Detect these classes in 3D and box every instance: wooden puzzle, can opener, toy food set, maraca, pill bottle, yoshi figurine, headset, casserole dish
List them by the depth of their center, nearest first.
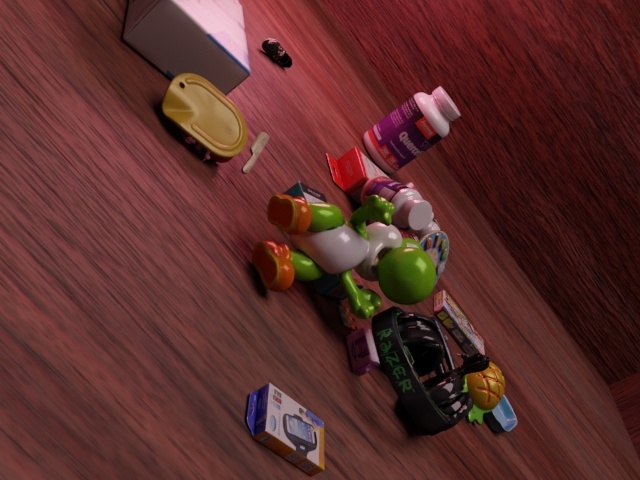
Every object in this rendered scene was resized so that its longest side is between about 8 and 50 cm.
[{"bbox_3d":[0.076,0.032,1.063,0.362,0.203,0.203,9,63,-37],"label":"yoshi figurine"},{"bbox_3d":[-0.211,-0.210,1.109,0.218,0.071,0.128,39,51,-30],"label":"toy food set"},{"bbox_3d":[0.231,0.254,1.180,0.394,0.185,0.243,39,25,-60],"label":"headset"},{"bbox_3d":[0.054,0.158,1.194,0.049,0.006,0.083,30,33,-46],"label":"wooden puzzle"},{"bbox_3d":[0.298,0.275,1.454,0.073,0.059,0.186,28,34,-49],"label":"can opener"},{"bbox_3d":[0.397,0.374,1.476,0.127,0.099,0.185,53,48,-1],"label":"maraca"},{"bbox_3d":[0.202,-0.097,1.563,0.108,0.108,0.193,36,-1,-40],"label":"pill bottle"},{"bbox_3d":[0.473,0.456,1.585,0.188,0.037,0.114,9,51,-60],"label":"casserole dish"},{"bbox_3d":[0.298,-0.084,1.887,0.180,0.108,0.108,54,22,-4],"label":"pill bottle"},{"bbox_3d":[0.321,-0.391,2.076,0.181,0.323,0.181,43,25,-26],"label":"pill bottle"}]

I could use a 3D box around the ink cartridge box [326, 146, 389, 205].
[{"bbox_3d":[0.124,-0.172,1.698,0.231,0.078,0.134,34,30,-40],"label":"ink cartridge box"}]

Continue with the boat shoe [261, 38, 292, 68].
[{"bbox_3d":[-0.128,-0.561,1.770,0.042,0.049,0.133,57,16,26],"label":"boat shoe"}]

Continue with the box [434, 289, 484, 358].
[{"bbox_3d":[0.407,0.255,1.730,0.207,0.036,0.114,50,23,-12],"label":"box"}]

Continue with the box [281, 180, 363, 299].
[{"bbox_3d":[0.000,0.000,1.233,0.100,0.060,0.244,22,40,-53],"label":"box"}]

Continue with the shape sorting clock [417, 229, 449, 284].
[{"bbox_3d":[0.272,0.070,1.530,0.040,0.206,0.206,32,8,33],"label":"shape sorting clock"}]

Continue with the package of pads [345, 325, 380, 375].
[{"bbox_3d":[0.079,0.208,1.118,0.032,0.050,0.083,36,29,-39],"label":"package of pads"}]

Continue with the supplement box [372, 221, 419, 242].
[{"bbox_3d":[0.211,0.036,1.592,0.239,0.073,0.130,20,41,-56],"label":"supplement box"}]

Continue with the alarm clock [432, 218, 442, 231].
[{"bbox_3d":[0.383,-0.027,2.036,0.192,0.064,0.129,37,28,-32],"label":"alarm clock"}]

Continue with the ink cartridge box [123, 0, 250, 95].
[{"bbox_3d":[-0.273,-0.458,1.229,0.223,0.129,0.307,36,29,-38],"label":"ink cartridge box"}]

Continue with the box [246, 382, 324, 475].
[{"bbox_3d":[-0.047,0.260,0.824,0.136,0.028,0.081,45,25,-28],"label":"box"}]
